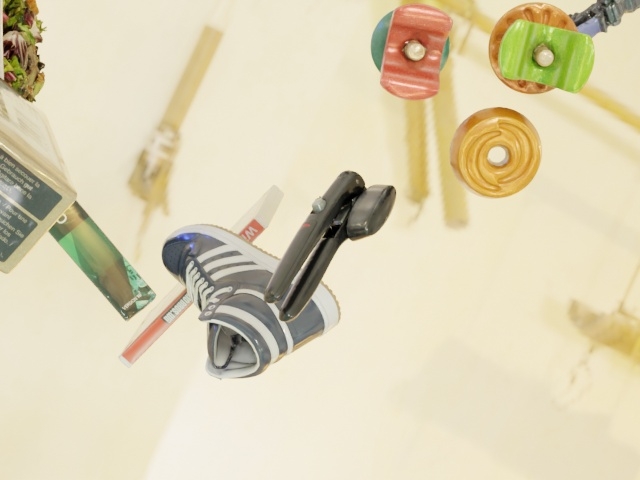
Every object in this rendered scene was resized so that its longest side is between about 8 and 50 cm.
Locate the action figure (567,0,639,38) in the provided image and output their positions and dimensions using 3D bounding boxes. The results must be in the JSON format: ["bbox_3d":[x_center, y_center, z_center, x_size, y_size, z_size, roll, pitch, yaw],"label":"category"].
[{"bbox_3d":[0.377,-0.404,1.749,0.330,0.341,0.178,29,-27,37],"label":"action figure"}]

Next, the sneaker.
[{"bbox_3d":[-0.128,0.073,1.697,0.282,0.153,0.099,21,-47,36],"label":"sneaker"}]

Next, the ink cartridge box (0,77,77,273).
[{"bbox_3d":[-0.297,-0.096,1.074,0.193,0.088,0.235,42,4,-27],"label":"ink cartridge box"}]

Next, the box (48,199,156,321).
[{"bbox_3d":[-0.337,-0.042,1.787,0.322,0.058,0.232,50,-7,-9],"label":"box"}]

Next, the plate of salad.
[{"bbox_3d":[-0.286,-0.179,1.333,0.048,0.200,0.200,0,2,-8],"label":"plate of salad"}]

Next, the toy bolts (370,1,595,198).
[{"bbox_3d":[0.159,-0.174,1.552,0.228,0.218,0.158,16,12,-5],"label":"toy bolts"}]

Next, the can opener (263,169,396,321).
[{"bbox_3d":[0.000,0.000,1.326,0.073,0.186,0.059,-16,-63,50],"label":"can opener"}]

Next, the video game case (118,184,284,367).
[{"bbox_3d":[-0.165,0.047,1.977,0.025,0.285,0.204,43,14,-6],"label":"video game case"}]
